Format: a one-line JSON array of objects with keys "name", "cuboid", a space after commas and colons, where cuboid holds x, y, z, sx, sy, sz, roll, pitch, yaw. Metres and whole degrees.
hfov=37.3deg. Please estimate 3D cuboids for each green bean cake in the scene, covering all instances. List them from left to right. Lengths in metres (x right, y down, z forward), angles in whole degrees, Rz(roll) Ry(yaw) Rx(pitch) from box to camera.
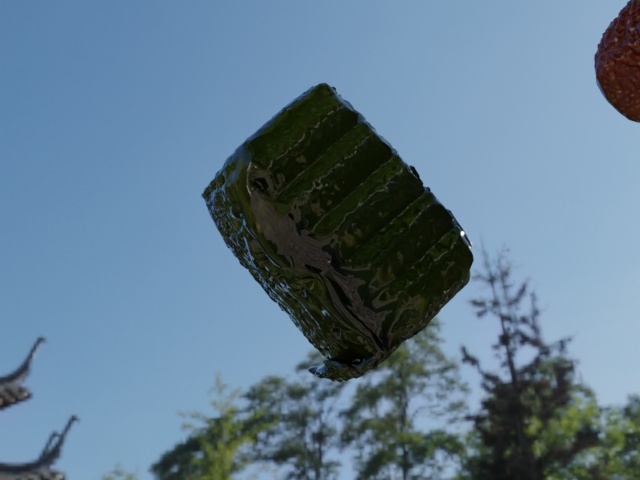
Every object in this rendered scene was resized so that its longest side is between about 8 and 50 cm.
[{"name": "green bean cake", "cuboid": [0.000, 0.000, 1.208, 0.218, 0.319, 0.335, -41, -1, -18]}]

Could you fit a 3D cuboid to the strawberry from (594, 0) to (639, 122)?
[{"name": "strawberry", "cuboid": [0.571, -0.297, 1.397, 0.351, 0.312, 0.267, -26, -15, 34]}]
